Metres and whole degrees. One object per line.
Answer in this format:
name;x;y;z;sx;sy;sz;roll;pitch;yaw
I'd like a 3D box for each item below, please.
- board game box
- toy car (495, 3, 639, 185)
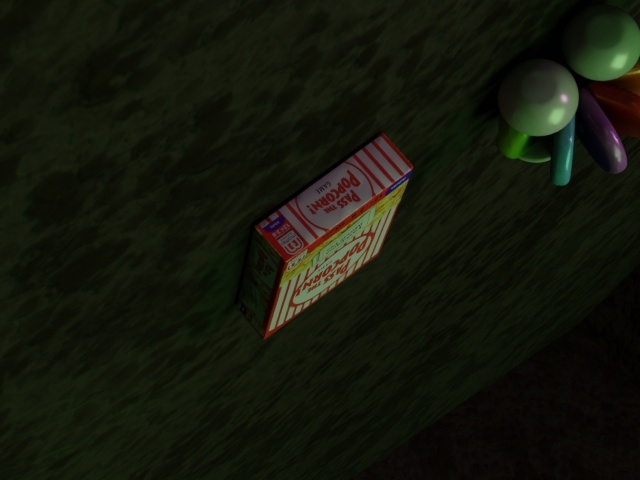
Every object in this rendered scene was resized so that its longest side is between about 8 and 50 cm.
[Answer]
board game box;0.000;0.000;1.432;0.147;0.045;0.193;-37;166;-20
toy car;0.259;-0.128;1.555;0.182;0.136;0.159;-40;167;-4
